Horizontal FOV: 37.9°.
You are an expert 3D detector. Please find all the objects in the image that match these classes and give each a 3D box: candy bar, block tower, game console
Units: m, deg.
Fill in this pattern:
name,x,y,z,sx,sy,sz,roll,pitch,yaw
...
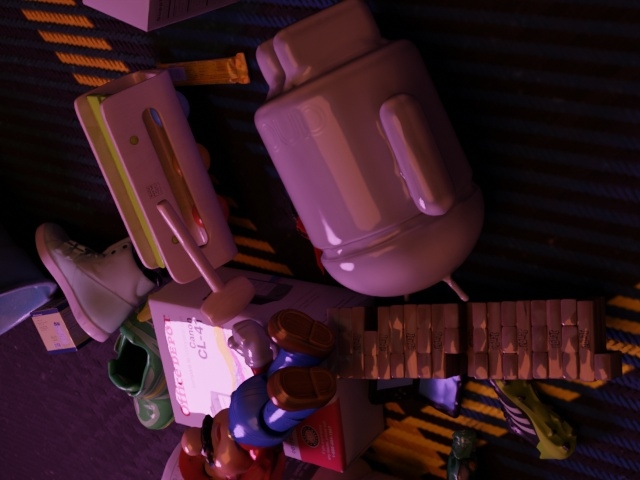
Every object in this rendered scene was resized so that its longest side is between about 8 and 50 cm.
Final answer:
name,x,y,z,sx,sy,sz,roll,pitch,yaw
candy bar,-0.163,-0.227,1.255,0.161,0.018,0.040,3,111,34
block tower,0.176,0.116,1.103,0.335,0.091,0.097,-2,87,26
game console,0.125,0.176,1.226,0.071,0.107,0.122,-123,30,-58

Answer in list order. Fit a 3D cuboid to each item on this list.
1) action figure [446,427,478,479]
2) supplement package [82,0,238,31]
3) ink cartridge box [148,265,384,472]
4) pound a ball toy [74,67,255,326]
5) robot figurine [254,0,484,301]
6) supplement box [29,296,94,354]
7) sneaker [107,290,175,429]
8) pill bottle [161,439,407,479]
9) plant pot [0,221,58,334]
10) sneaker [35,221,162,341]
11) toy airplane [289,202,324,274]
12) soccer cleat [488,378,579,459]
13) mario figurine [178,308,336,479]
name,x,y,z,sx,sy,sz,roll,pitch,yaw
action figure,0.197,0.362,1.260,0.063,0.137,0.232,-2,105,11
supplement package,-0.181,-0.331,1.107,0.105,0.179,0.105,28,126,21
ink cartridge box,-0.074,0.173,1.328,0.306,0.131,0.226,7,117,31
pound a ball toy,-0.184,-0.065,1.255,0.208,0.136,0.319,16,131,58
robot figurine,0.057,-0.086,1.054,0.353,0.200,0.300,64,167,-8
supplement box,-0.444,0.146,1.620,0.083,0.056,0.083,-11,106,38
sneaker,-0.283,0.202,1.479,0.109,0.123,0.295,37,140,27
pill bottle,-0.041,0.396,1.370,0.361,0.204,0.204,6,117,33
plant pot,-0.675,0.018,1.558,0.341,0.341,0.334,-37,82,41
sneaker,-0.350,0.028,1.491,0.151,0.094,0.256,-41,56,1
toy airplane,0.000,0.000,1.218,0.151,0.028,0.151,48,153,35
soccer cleat,0.247,0.203,1.169,0.179,0.060,0.072,52,144,1
mario figurine,-0.104,0.226,1.163,0.170,0.198,0.320,39,131,9
